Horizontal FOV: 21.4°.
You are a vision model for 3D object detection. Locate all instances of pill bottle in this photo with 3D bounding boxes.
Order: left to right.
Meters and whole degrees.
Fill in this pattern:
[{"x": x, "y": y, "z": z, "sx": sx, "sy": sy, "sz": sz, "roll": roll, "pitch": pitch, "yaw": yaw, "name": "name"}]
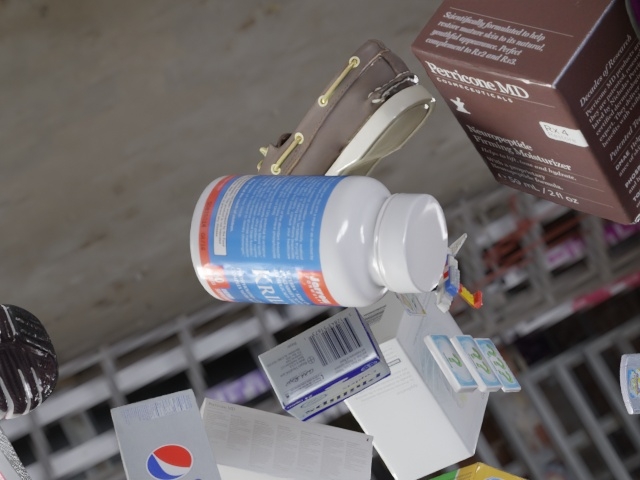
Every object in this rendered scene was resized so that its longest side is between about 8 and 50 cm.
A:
[{"x": 0.000, "y": 0.000, "z": 1.588, "sx": 0.221, "sy": 0.124, "sz": 0.124, "roll": 1, "pitch": -177, "yaw": 30, "name": "pill bottle"}]

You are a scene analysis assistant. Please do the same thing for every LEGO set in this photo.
[{"x": 0.156, "y": 0.069, "z": 2.036, "sx": 0.060, "sy": 0.244, "sz": 0.182, "roll": -40, "pitch": 157, "yaw": 22, "name": "LEGO set"}]

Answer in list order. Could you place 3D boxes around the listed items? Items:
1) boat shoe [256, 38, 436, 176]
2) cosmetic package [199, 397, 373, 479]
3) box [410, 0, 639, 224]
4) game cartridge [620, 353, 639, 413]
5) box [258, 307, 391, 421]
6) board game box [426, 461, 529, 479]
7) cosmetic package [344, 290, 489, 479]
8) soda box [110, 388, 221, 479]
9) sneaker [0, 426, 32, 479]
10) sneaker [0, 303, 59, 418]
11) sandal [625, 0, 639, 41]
[{"x": -0.009, "y": -0.084, "z": 1.859, "sx": 0.116, "sy": 0.097, "sz": 0.324, "roll": -16, "pitch": 156, "yaw": -52, "name": "boat shoe"}, {"x": -0.052, "y": 0.291, "z": 2.286, "sx": 0.239, "sy": 0.099, "sz": 0.060, "roll": 14, "pitch": 144, "yaw": -9, "name": "cosmetic package"}, {"x": 0.222, "y": -0.152, "z": 1.506, "sx": 0.167, "sy": 0.168, "sz": 0.203, "roll": -54, "pitch": 135, "yaw": -15, "name": "box"}, {"x": 0.442, "y": 0.198, "z": 2.350, "sx": 0.056, "sy": 0.083, "sz": 0.017, "roll": -3, "pitch": 170, "yaw": -18, "name": "game cartridge"}, {"x": 0.008, "y": 0.145, "z": 1.974, "sx": 0.126, "sy": 0.072, "sz": 0.137, "roll": -28, "pitch": 165, "yaw": 3, "name": "box"}, {"x": 0.270, "y": 0.343, "z": 1.906, "sx": 0.242, "sy": 0.316, "sz": 0.064, "roll": 135, "pitch": -26, "yaw": -70, "name": "board game box"}, {"x": 0.137, "y": 0.203, "z": 2.553, "sx": 0.138, "sy": 0.225, "sz": 0.224, "roll": -25, "pitch": -162, "yaw": 23, "name": "cosmetic package"}, {"x": -0.131, "y": 0.286, "z": 1.677, "sx": 0.091, "sy": 0.286, "sz": 0.098, "roll": -15, "pitch": 133, "yaw": -9, "name": "soda box"}, {"x": -0.270, "y": 0.198, "z": 1.361, "sx": 0.070, "sy": 0.134, "sz": 0.051, "roll": -29, "pitch": -165, "yaw": 0, "name": "sneaker"}, {"x": -0.371, "y": 0.135, "z": 1.537, "sx": 0.162, "sy": 0.106, "sz": 0.281, "roll": -17, "pitch": 180, "yaw": 26, "name": "sneaker"}, {"x": 0.294, "y": -0.179, "z": 1.292, "sx": 0.107, "sy": 0.446, "sz": 0.167, "roll": 7, "pitch": 147, "yaw": -4, "name": "sandal"}]
